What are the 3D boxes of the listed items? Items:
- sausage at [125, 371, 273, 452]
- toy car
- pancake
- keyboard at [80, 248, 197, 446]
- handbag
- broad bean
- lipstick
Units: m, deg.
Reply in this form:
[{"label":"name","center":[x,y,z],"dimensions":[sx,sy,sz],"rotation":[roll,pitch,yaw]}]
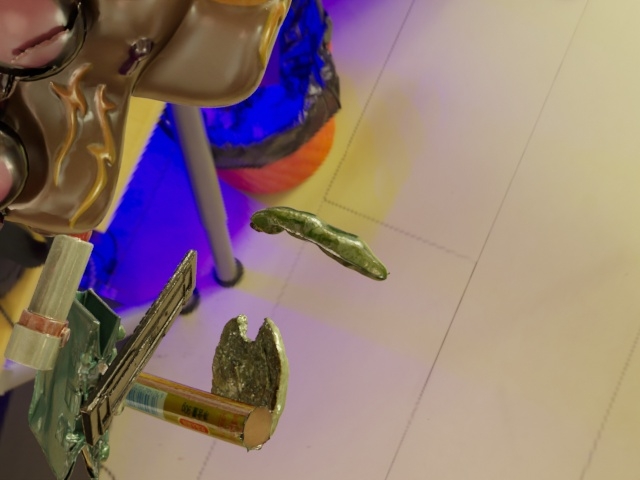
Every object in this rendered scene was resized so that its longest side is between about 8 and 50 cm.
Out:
[{"label":"sausage","center":[-0.253,0.278,1.618],"dimensions":[0.372,0.082,0.082],"rotation":[10,80,33]},{"label":"toy car","center":[-0.176,-0.152,0.728],"dimensions":[0.340,0.240,0.271],"rotation":[-61,33,28]},{"label":"pancake","center":[-0.129,0.254,1.704],"dimensions":[0.037,0.254,0.253],"rotation":[4,76,-36]},{"label":"keyboard","center":[-0.165,0.096,0.884],"dimensions":[0.013,0.061,0.204],"rotation":[20,49,10]},{"label":"handbag","center":[-0.386,0.223,1.529],"dimensions":[0.100,0.274,0.268],"rotation":[8,94,-30]},{"label":"broad bean","center":[-0.003,-0.005,1.185],"dimensions":[0.195,0.061,0.046],"rotation":[20,65,13]},{"label":"lipstick","center":[-0.286,0.047,1.039],"dimensions":[0.057,0.063,0.186],"rotation":[20,87,-1]}]
